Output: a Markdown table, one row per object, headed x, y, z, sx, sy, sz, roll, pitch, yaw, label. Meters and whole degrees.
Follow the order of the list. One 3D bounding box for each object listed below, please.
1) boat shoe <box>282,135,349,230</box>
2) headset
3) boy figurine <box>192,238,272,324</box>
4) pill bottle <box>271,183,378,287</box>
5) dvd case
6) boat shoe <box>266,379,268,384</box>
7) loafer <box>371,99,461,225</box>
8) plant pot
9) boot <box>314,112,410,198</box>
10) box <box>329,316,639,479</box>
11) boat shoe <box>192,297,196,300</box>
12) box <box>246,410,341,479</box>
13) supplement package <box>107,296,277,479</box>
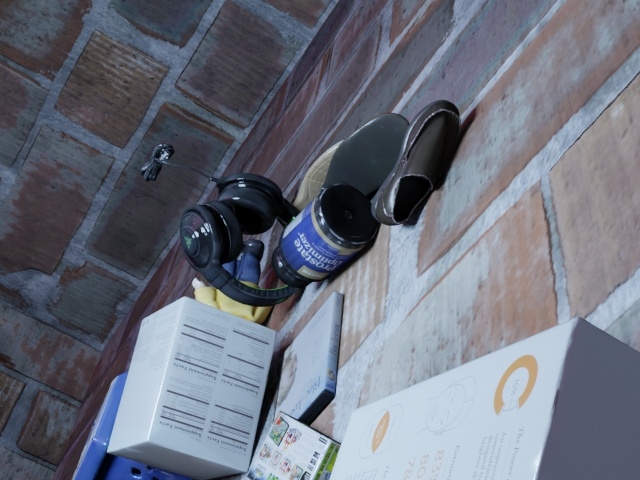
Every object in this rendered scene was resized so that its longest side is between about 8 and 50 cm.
| x | y | z | sx | sy | sz | roll | pitch | yaw | label |
| --- | --- | --- | --- | --- | --- | --- | --- | --- | --- |
| 0.007 | -0.119 | 2.033 | 0.092 | 0.102 | 0.285 | -84 | 21 | -46 | boat shoe |
| -0.194 | -0.033 | 1.981 | 0.243 | 0.394 | 0.185 | -44 | 3 | -40 | headset |
| -0.182 | 0.119 | 2.088 | 0.285 | 0.177 | 0.092 | -87 | 15 | -46 | boy figurine |
| 0.000 | 0.000 | 1.788 | 0.219 | 0.122 | 0.123 | -44 | 23 | 50 | pill bottle |
| -0.023 | 0.220 | 1.660 | 0.180 | 0.022 | 0.253 | -52 | 18 | 32 | dvd case |
| -0.122 | 0.255 | 1.896 | 0.049 | 0.042 | 0.133 | -49 | 20 | 30 | boat shoe |
| 0.162 | -0.113 | 1.566 | 0.220 | 0.080 | 0.078 | -64 | 24 | 10 | loafer |
| -0.360 | 0.416 | 2.011 | 0.236 | 0.212 | 0.236 | -80 | 15 | -51 | plant pot |
| 0.073 | -0.138 | 1.854 | 0.305 | 0.112 | 0.115 | -52 | 6 | 39 | boot |
| 0.139 | 0.230 | 0.797 | 0.345 | 0.168 | 0.215 | -38 | 27 | 58 | box |
| -0.270 | 0.289 | 2.237 | 0.116 | 0.123 | 0.325 | 51 | -126 | -69 | boat shoe |
| -0.036 | 0.321 | 1.442 | 0.114 | 0.036 | 0.207 | -63 | 21 | -8 | box |
| -0.230 | 0.273 | 1.809 | 0.199 | 0.198 | 0.263 | -28 | 45 | 54 | supplement package |
